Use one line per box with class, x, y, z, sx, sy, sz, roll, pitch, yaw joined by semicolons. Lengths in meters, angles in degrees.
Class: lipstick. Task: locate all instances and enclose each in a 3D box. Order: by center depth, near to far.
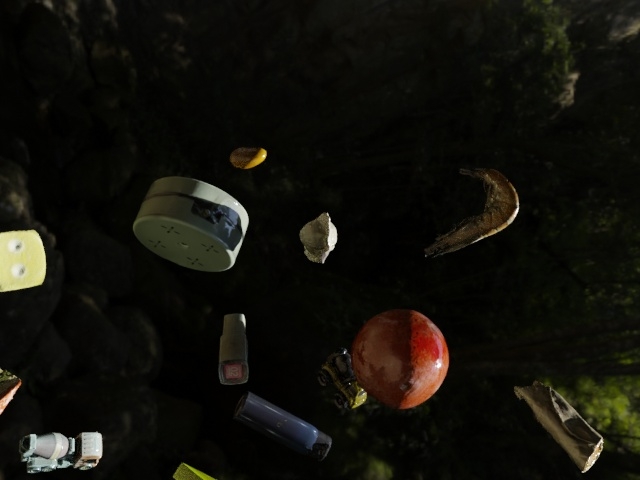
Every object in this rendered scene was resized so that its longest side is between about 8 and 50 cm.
lipstick;-0.237;0.289;1.796;0.253;0.077;0.079;-108;-163;-67

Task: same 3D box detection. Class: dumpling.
dumpling;0.000;0.000;1.990;0.188;0.108;0.127;-47;-121;50

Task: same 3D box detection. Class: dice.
dice;-0.918;0.061;1.933;0.166;0.169;0.169;-5;-88;48

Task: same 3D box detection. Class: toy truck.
toy truck;-0.815;0.654;2.071;0.140;0.257;0.108;-45;-134;41
toy truck;0.107;0.554;2.657;0.224;0.147;0.165;54;-42;22

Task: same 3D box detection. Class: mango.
mango;-0.215;-0.247;1.963;0.080;0.114;0.060;-66;148;-64

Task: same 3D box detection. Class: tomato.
tomato;0.221;0.312;1.773;0.265;0.265;0.265;172;-90;-78

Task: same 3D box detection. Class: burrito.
burrito;0.469;0.353;1.294;0.226;0.087;0.060;50;-45;51

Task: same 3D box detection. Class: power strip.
power strip;-0.398;-0.051;2.065;0.357;0.357;0.161;108;0;-63

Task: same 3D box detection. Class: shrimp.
shrimp;0.345;-0.075;1.607;0.051;0.262;0.198;33;31;-50

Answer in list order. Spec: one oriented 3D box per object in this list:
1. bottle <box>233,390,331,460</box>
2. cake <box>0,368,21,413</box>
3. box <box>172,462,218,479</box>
bottle;-0.087;0.444;1.566;0.072;0.244;0.082;-62;-172;-16
cake;-0.736;0.358;1.360;0.220;0.086;0.116;-58;167;-19
box;-0.201;0.667;1.656;0.187;0.047;0.335;13;-24;46
